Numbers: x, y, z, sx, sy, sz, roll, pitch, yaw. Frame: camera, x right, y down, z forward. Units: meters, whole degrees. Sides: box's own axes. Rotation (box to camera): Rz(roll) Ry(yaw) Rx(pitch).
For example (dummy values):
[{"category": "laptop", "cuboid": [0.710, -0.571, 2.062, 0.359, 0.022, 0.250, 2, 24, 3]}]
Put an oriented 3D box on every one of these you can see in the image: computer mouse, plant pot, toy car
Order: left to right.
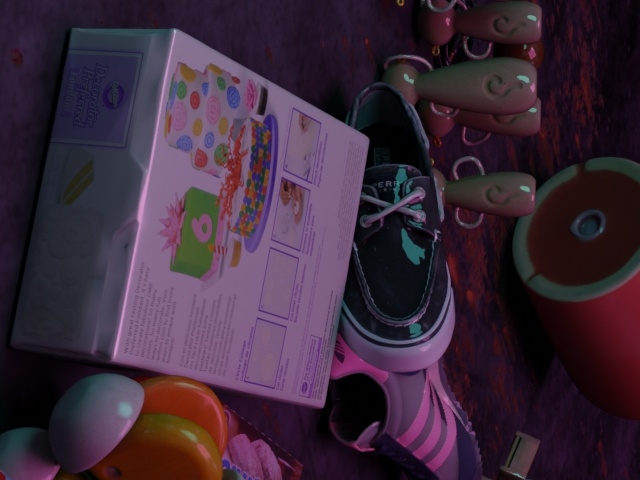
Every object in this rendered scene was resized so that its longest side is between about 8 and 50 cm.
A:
[{"category": "toy car", "cuboid": [-0.141, 0.160, 1.214, 0.159, 0.182, 0.136, 46, 25, -22]}, {"category": "computer mouse", "cuboid": [0.172, -0.277, 1.853, 0.071, 0.041, 0.242, 54, 55, -40]}, {"category": "plant pot", "cuboid": [0.366, 0.042, 2.062, 0.243, 0.275, 0.275, 43, 57, -44]}]

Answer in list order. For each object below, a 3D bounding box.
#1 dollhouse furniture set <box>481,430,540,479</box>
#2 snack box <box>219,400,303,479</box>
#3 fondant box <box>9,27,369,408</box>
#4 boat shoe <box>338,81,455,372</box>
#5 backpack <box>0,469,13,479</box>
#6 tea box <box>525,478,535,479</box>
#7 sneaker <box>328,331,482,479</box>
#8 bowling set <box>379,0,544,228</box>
[{"category": "dollhouse furniture set", "cuboid": [0.149, 0.310, 1.898, 0.161, 0.101, 0.182, 101, 14, -52]}, {"category": "snack box", "cuboid": [-0.066, 0.196, 1.503, 0.178, 0.022, 0.064, 47, 56, -55]}, {"category": "fondant box", "cuboid": [-0.087, -0.006, 1.347, 0.330, 0.096, 0.238, 23, 75, -62]}, {"category": "boat shoe", "cuboid": [0.061, -0.021, 1.517, 0.301, 0.108, 0.102, -89, 176, -45]}, {"category": "backpack", "cuboid": [-0.243, 0.250, 0.963, 0.263, 0.276, 0.213, 69, 25, -46]}, {"category": "tea box", "cuboid": [0.294, 0.515, 2.035, 0.323, 0.220, 0.329, -60, 143, -39]}, {"category": "sneaker", "cuboid": [0.064, 0.174, 1.685, 0.131, 0.112, 0.319, -45, 133, -26]}, {"category": "bowling set", "cuboid": [0.144, -0.163, 1.742, 0.200, 0.154, 0.287, -39, 130, -77]}]
